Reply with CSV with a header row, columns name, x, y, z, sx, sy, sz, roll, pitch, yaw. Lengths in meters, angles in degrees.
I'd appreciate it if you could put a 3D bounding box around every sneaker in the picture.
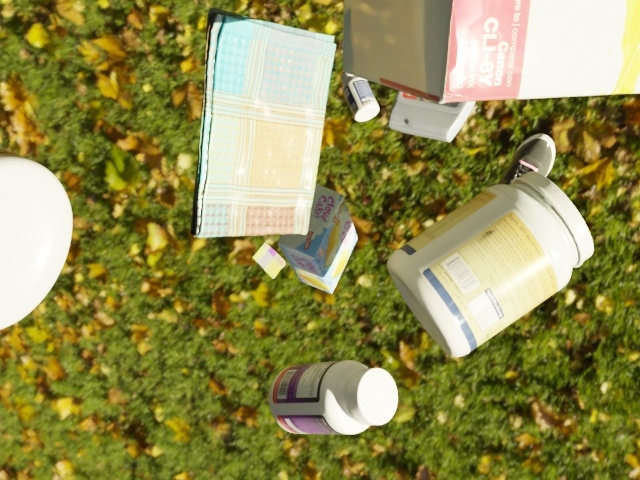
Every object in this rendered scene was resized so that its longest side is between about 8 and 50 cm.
name,x,y,z,sx,sy,sz,roll,pitch,yaw
sneaker,0.523,-0.144,1.983,0.105,0.147,0.295,32,137,7

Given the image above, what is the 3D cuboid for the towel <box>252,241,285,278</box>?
name,x,y,z,sx,sy,sz,roll,pitch,yaw
towel,-0.132,0.052,1.919,0.083,0.060,0.009,46,152,-17

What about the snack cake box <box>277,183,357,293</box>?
name,x,y,z,sx,sy,sz,roll,pitch,yaw
snack cake box,0.000,0.000,1.622,0.089,0.152,0.264,22,166,16

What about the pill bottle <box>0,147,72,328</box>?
name,x,y,z,sx,sy,sz,roll,pitch,yaw
pill bottle,-0.453,-0.039,0.801,0.334,0.188,0.187,19,128,22

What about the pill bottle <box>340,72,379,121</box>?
name,x,y,z,sx,sy,sz,roll,pitch,yaw
pill bottle,0.093,-0.359,1.833,0.067,0.067,0.120,-42,62,44

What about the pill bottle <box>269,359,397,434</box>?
name,x,y,z,sx,sy,sz,roll,pitch,yaw
pill bottle,0.020,0.235,1.116,0.194,0.108,0.108,-15,109,48

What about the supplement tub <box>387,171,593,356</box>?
name,x,y,z,sx,sy,sz,roll,pitch,yaw
supplement tub,0.307,0.039,1.358,0.228,0.316,0.228,56,177,5

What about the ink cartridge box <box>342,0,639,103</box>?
name,x,y,z,sx,sy,sz,roll,pitch,yaw
ink cartridge box,0.253,-0.267,0.891,0.279,0.385,0.160,-138,45,-62

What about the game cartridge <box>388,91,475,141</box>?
name,x,y,z,sx,sy,sz,roll,pitch,yaw
game cartridge,0.307,-0.402,1.888,0.196,0.060,0.294,17,83,24

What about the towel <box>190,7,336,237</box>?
name,x,y,z,sx,sy,sz,roll,pitch,yaw
towel,-0.093,-0.188,1.284,0.040,0.272,0.370,17,104,44
